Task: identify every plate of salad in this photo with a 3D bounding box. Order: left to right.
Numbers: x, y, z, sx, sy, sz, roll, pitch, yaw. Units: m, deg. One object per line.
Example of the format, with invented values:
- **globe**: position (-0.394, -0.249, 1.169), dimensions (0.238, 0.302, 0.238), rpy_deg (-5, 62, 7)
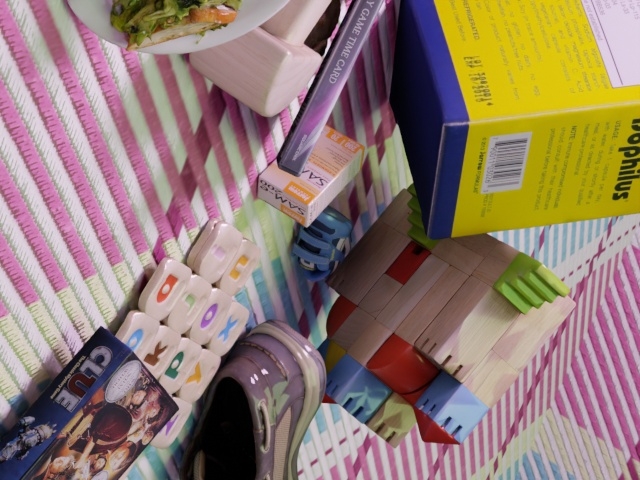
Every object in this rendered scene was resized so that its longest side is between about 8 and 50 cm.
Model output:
- **plate of salad**: position (-0.085, -0.203, 1.372), dimensions (0.199, 0.048, 0.200), rpy_deg (-14, 139, -12)

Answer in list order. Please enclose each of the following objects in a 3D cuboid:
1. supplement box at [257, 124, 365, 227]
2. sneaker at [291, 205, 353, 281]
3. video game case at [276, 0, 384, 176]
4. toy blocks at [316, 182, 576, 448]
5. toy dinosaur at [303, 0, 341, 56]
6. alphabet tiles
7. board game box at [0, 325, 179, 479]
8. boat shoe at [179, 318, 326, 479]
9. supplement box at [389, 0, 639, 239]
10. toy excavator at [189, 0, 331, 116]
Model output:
- **supplement box**: position (-0.009, -0.067, 1.906), dimensions (0.098, 0.062, 0.036), rpy_deg (-48, 160, -32)
- **sneaker**: position (0.000, 0.000, 2.055), dimensions (0.059, 0.053, 0.144), rpy_deg (-52, 160, -15)
- **video game case**: position (0.029, -0.188, 1.737), dimensions (0.274, 0.026, 0.196), rpy_deg (-63, -176, 4)
- **toy blocks**: position (0.100, 0.102, 2.122), dimensions (0.191, 0.381, 0.261), rpy_deg (41, 86, -27)
- **toy dinosaur**: position (-0.009, -0.178, 1.747), dimensions (0.092, 0.053, 0.183), rpy_deg (-46, 158, -39)
- **alphabet tiles**: position (-0.153, 0.113, 1.878), dimensions (0.284, 0.021, 0.278), rpy_deg (-58, 162, -3)
- **board game box**: position (-0.237, 0.204, 1.716), dimensions (0.243, 0.042, 0.165), rpy_deg (-50, 158, -10)
- **boat shoe**: position (-0.098, 0.249, 2.109), dimensions (0.130, 0.132, 0.355), rpy_deg (-24, 134, -45)
- **supplement box**: position (0.268, -0.151, 1.991), dimensions (0.356, 0.194, 0.195), rpy_deg (-7, 145, -8)
- **toy excavator**: position (0.057, -0.330, 1.477), dimensions (0.433, 0.222, 0.445), rpy_deg (-53, 170, -13)
